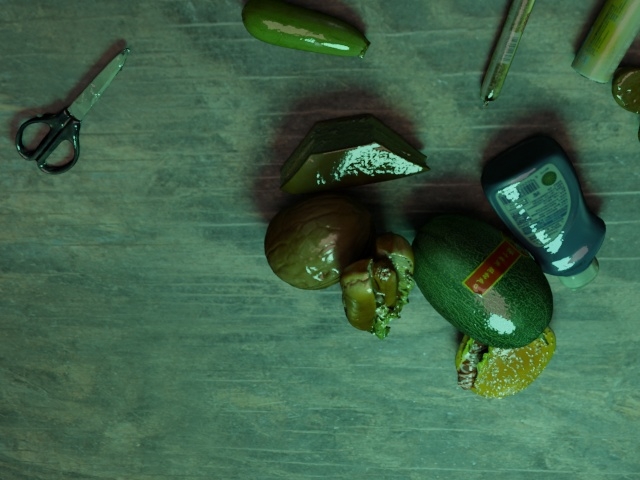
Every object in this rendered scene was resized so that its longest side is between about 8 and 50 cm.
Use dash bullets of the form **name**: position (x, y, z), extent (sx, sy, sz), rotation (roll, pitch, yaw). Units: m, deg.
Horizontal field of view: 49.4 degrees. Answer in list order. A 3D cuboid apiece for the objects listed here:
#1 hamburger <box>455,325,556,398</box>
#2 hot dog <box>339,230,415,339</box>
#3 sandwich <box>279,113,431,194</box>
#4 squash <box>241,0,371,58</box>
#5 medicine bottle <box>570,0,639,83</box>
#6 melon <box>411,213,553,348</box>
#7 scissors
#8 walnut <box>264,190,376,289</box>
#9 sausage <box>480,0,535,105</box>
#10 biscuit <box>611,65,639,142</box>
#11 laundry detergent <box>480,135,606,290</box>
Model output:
- **hamburger**: position (0.349, 0.216, 1.327), extent (0.172, 0.116, 0.210), rotation (14, 124, -6)
- **hot dog**: position (0.103, 0.090, 1.193), extent (0.100, 0.135, 0.337), rotation (41, 166, 16)
- **sandwich**: position (0.046, -0.139, 1.140), extent (0.257, 0.094, 0.096), rotation (-8, 126, 10)
- **squash**: position (-0.022, -0.316, 1.050), extent (0.200, 0.066, 0.066), rotation (15, 124, -7)
- **medicine bottle**: position (0.437, -0.334, 0.983), extent (0.073, 0.074, 0.218), rotation (18, 125, -5)
- **melon**: position (0.279, 0.075, 1.184), extent (0.287, 0.182, 0.182), rotation (43, 120, 5)
- **scissors**: position (-0.411, -0.223, 1.178), extent (0.109, 0.022, 0.300), rotation (39, 118, -22)
- **walnut**: position (0.000, 0.000, 1.197), extent (0.207, 0.167, 0.167), rotation (-27, 117, 25)
- **sausage**: position (0.288, -0.321, 1.029), extent (0.032, 0.033, 0.269), rotation (13, 124, -2)
- **biscuit**: position (0.603, -0.247, 1.034), extent (0.301, 0.049, 0.197), rotation (-28, 121, 22)
- **laundry detergent**: position (0.394, -0.032, 1.179), extent (0.143, 0.094, 0.290), rotation (-31, 118, 16)
